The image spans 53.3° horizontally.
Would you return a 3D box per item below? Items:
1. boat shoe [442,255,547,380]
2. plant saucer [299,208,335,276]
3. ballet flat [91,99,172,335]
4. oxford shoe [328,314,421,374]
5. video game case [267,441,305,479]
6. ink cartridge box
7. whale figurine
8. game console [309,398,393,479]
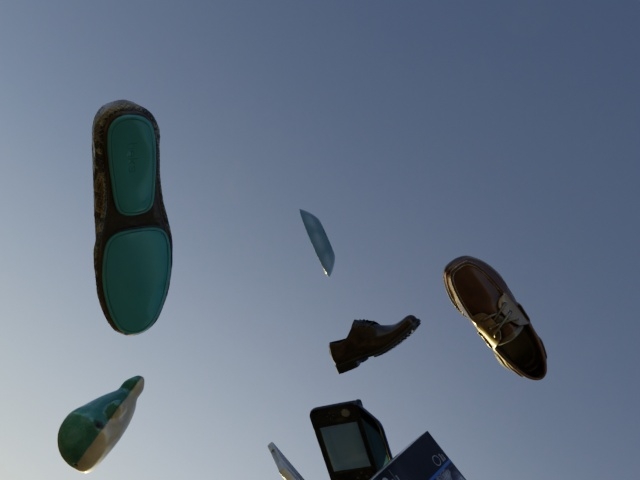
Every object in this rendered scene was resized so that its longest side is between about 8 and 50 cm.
[{"bbox_3d":[0.378,0.164,1.331,0.324,0.123,0.116,48,4,-16],"label":"boat shoe"},{"bbox_3d":[0.000,0.000,1.649,0.038,0.195,0.194,-24,-83,4],"label":"plant saucer"},{"bbox_3d":[-0.402,-0.051,1.327,0.182,0.164,0.482,28,-59,55],"label":"ballet flat"},{"bbox_3d":[0.112,0.209,1.400,0.227,0.083,0.096,-29,-98,19],"label":"oxford shoe"},{"bbox_3d":[-0.056,0.607,1.595,0.190,0.022,0.173,52,-9,-11],"label":"video game case"},{"bbox_3d":[0.179,0.517,1.265,0.165,0.333,0.065,51,-59,16],"label":"ink cartridge box"},{"bbox_3d":[-0.557,0.448,1.620,0.141,0.272,0.216,35,-48,-7],"label":"whale figurine"},{"bbox_3d":[0.109,0.655,1.939,0.250,0.173,0.293,-14,-77,13],"label":"game console"}]
